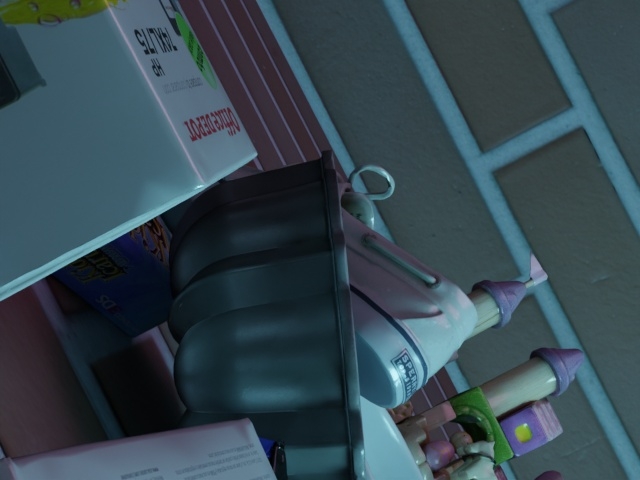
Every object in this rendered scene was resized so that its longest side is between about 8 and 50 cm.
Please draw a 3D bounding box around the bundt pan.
[{"bbox_3d":[-0.038,0.104,1.213,0.331,0.124,0.331,176,-90,-88],"label":"bundt pan"}]

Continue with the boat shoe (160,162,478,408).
[{"bbox_3d":[-0.001,-0.006,1.510,0.367,0.156,0.136,34,-30,40],"label":"boat shoe"}]

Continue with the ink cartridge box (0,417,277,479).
[{"bbox_3d":[-0.062,0.218,0.639,0.272,0.130,0.309,65,8,9],"label":"ink cartridge box"}]

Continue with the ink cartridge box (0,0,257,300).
[{"bbox_3d":[-0.191,-0.112,0.949,0.270,0.197,0.198,62,9,-4],"label":"ink cartridge box"}]

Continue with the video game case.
[{"bbox_3d":[-0.204,-0.084,1.268,0.269,0.061,0.244,49,17,-59],"label":"video game case"}]

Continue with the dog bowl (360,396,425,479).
[{"bbox_3d":[0.031,0.244,1.521,0.265,0.104,0.265,61,8,-14],"label":"dog bowl"}]

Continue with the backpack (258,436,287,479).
[{"bbox_3d":[-0.080,0.182,1.030,0.120,0.101,0.098,-44,131,-55],"label":"backpack"}]

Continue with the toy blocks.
[{"bbox_3d":[0.184,0.181,1.749,0.288,0.260,0.309,64,-23,6],"label":"toy blocks"}]
